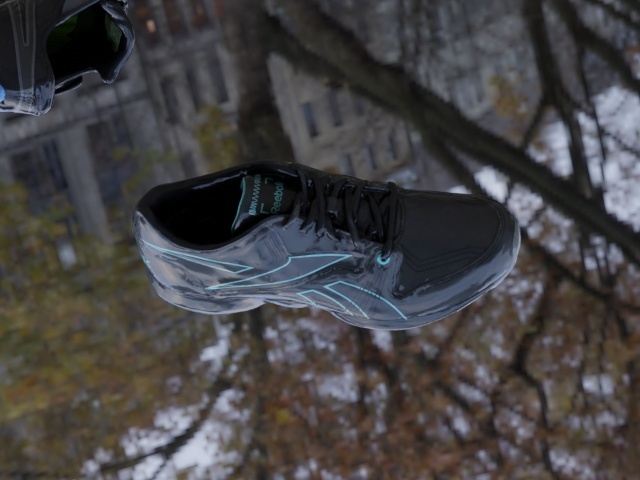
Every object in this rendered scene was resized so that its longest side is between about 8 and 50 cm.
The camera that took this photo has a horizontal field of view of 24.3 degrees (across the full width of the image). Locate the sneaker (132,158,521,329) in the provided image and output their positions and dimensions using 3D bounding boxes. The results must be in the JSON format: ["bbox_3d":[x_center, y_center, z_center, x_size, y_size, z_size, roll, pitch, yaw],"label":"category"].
[{"bbox_3d":[0.000,0.000,1.003,0.267,0.106,0.101,-4,-121,10],"label":"sneaker"}]

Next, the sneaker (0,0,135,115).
[{"bbox_3d":[-0.125,-0.114,0.760,0.078,0.067,0.188,19,-143,9],"label":"sneaker"}]
